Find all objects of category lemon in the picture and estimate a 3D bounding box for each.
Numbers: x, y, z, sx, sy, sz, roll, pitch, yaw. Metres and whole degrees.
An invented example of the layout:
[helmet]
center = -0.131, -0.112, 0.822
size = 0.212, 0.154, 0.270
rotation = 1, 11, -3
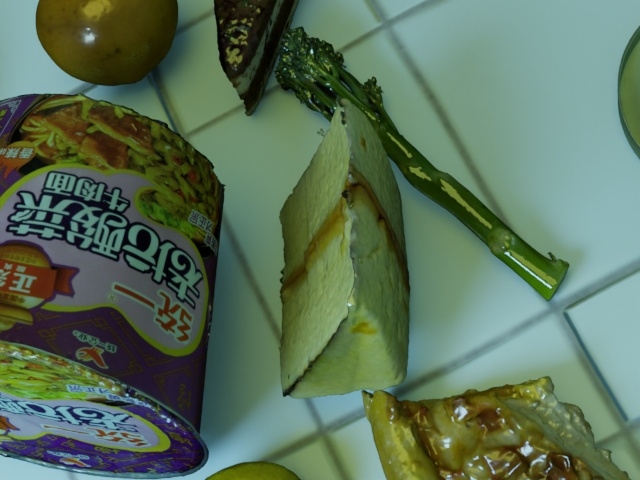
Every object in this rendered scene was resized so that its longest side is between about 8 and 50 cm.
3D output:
[lemon]
center = -0.060, 0.251, 0.904
size = 0.133, 0.109, 0.109
rotation = -13, 66, 1

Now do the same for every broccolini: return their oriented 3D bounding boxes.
[broccolini]
center = 0.100, -0.086, 1.028
size = 0.074, 0.079, 0.392
rotation = -42, 71, -15

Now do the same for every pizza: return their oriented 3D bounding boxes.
[pizza]
center = 0.182, 0.230, 0.861
size = 0.182, 0.074, 0.365
rotation = -47, 65, 5

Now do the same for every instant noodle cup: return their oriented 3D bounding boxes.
[instant noodle cup]
center = -0.234, 0.039, 0.932
size = 0.339, 0.340, 0.266
rotation = 3, 62, 17

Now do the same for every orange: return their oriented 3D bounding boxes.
[orange]
center = -0.233, -0.242, 1.131
size = 0.159, 0.136, 0.159
rotation = -11, 48, 12

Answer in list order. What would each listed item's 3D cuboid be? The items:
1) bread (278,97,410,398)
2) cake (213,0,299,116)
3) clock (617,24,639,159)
[bread]
center = 0.000, 0.000, 0.921
size = 0.135, 0.178, 0.240
rotation = -10, 53, 13
[cake]
center = -0.047, -0.273, 1.104
size = 0.135, 0.112, 0.246
rotation = -13, 66, 8
[clock]
center = 0.404, -0.144, 0.969
size = 0.235, 0.029, 0.235
rotation = -5, 68, 14
